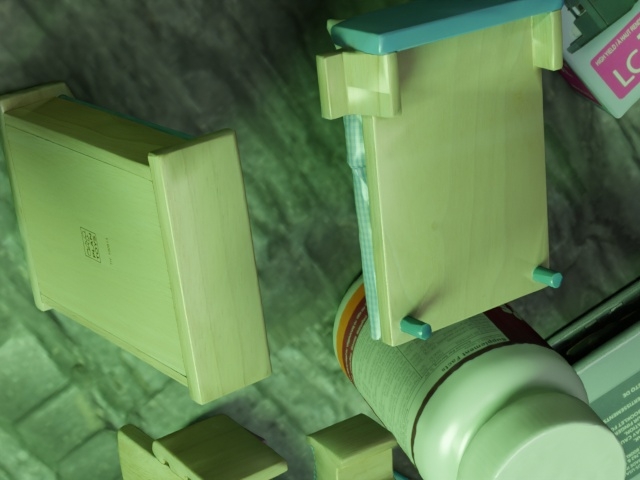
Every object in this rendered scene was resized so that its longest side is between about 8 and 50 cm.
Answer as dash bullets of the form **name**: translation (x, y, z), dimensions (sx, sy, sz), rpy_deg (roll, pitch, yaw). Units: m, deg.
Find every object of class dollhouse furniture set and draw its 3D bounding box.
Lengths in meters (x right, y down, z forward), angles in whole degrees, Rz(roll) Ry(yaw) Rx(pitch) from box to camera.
- **dollhouse furniture set**: translation (0.000, 0.000, 0.877), dimensions (0.303, 0.198, 0.286), rpy_deg (-20, 114, -30)

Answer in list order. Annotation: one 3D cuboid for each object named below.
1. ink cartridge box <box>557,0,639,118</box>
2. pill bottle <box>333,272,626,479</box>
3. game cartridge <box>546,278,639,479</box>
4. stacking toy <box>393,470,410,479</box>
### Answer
- **ink cartridge box**: translation (0.161, -0.239, 0.894), dimensions (0.186, 0.065, 0.311), rpy_deg (-46, 123, 3)
- **pill bottle**: translation (0.101, 0.103, 0.948), dimensions (0.121, 0.221, 0.121), rpy_deg (-11, 120, -19)
- **game cartridge**: translation (0.290, 0.111, 1.143), dimensions (0.297, 0.062, 0.198), rpy_deg (-32, 129, -6)
- **stacking toy**: translation (0.130, 0.297, 1.124), dimensions (0.302, 0.166, 0.175), rpy_deg (21, 96, -43)
